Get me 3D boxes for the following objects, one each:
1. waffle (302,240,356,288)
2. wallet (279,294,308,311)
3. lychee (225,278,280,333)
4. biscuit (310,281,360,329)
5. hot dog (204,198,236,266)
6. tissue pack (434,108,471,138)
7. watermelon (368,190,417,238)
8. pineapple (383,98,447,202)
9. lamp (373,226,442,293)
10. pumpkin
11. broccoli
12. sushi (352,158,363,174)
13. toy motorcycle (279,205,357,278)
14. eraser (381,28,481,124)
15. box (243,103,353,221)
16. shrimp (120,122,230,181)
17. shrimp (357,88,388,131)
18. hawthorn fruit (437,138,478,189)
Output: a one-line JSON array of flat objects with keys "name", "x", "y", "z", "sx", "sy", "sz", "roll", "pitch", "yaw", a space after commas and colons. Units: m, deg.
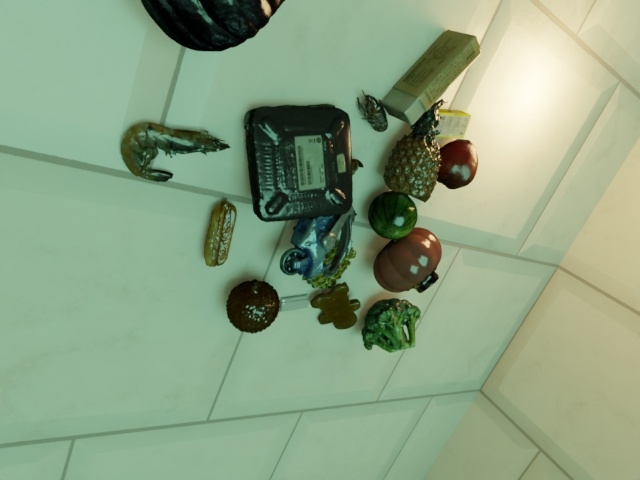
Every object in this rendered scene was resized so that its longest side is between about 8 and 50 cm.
[{"name": "waffle", "x": 0.029, "y": 0.095, "z": 1.739, "sx": 0.204, "sy": 0.054, "sz": 0.224, "roll": 22, "pitch": 105, "yaw": -51}, {"name": "wallet", "x": -0.105, "y": 0.250, "z": 1.773, "sx": 0.122, "sy": 0.025, "sz": 0.061, "roll": -4, "pitch": 113, "yaw": -31}, {"name": "lychee", "x": -0.236, "y": 0.229, "z": 1.567, "sx": 0.200, "sy": 0.200, "sz": 0.238, "roll": -10, "pitch": 135, "yaw": -28}, {"name": "biscuit", "x": 0.072, "y": 0.289, "z": 1.878, "sx": 0.196, "sy": 0.049, "sz": 0.302, "roll": -24, "pitch": 136, "yaw": 7}, {"name": "hot dog", "x": -0.326, "y": -0.024, "z": 1.432, "sx": 0.092, "sy": 0.062, "sz": 0.236, "roll": -2, "pitch": 115, "yaw": -50}, {"name": "tissue pack", "x": 0.479, "y": -0.445, "z": 1.686, "sx": 0.175, "sy": 0.062, "sz": 0.095, "roll": -7, "pitch": 124, "yaw": -30}, {"name": "watermelon", "x": 0.277, "y": -0.104, "z": 1.699, "sx": 0.187, "sy": 0.215, "sz": 0.188, "roll": 7, "pitch": 129, "yaw": 8}, {"name": "pineapple", "x": 0.360, "y": -0.330, "z": 1.593, "sx": 0.201, "sy": 0.202, "sz": 0.362, "roll": 6, "pitch": 111, "yaw": -35}, {"name": "lamp", "x": 0.362, "y": 0.093, "z": 1.794, "sx": 0.305, "sy": 0.305, "sz": 0.240, "roll": -40, "pitch": 88, "yaw": -5}, {"name": "pumpkin", "x": -0.215, "y": -0.583, "z": 0.954, "sx": 0.363, "sy": 0.363, "sz": 0.266, "roll": -42, "pitch": 126, "yaw": -3}, {"name": "broccoli", "x": 0.319, "y": 0.385, "z": 1.997, "sx": 0.294, "sy": 0.246, "sz": 0.265, "roll": -25, "pitch": 153, "yaw": 13}, {"name": "sushi", "x": 0.091, "y": -0.243, "z": 1.572, "sx": 0.120, "sy": 0.052, "sz": 0.055, "roll": -35, "pitch": 116, "yaw": -13}, {"name": "toy motorcycle", "x": 0.011, "y": 0.005, "z": 1.552, "sx": 0.241, "sy": 0.182, "sz": 0.319, "roll": 28, "pitch": 88, "yaw": -14}, {"name": "eraser", "x": 0.372, "y": -0.551, "z": 1.497, "sx": 0.343, "sy": 0.144, "sz": 0.078, "roll": -46, "pitch": 134, "yaw": 2}, {"name": "box", "x": -0.056, "y": -0.244, "z": 1.384, "sx": 0.350, "sy": 0.091, "sz": 0.360, "roll": -10, "pitch": 102, "yaw": -26}, {"name": "shrimp", "x": -0.405, "y": -0.240, "z": 1.255, "sx": 0.295, "sy": 0.058, "sz": 0.169, "roll": 2, "pitch": 124, "yaw": -30}, {"name": "shrimp", "x": 0.177, "y": -0.437, "z": 1.494, "sx": 0.190, "sy": 0.073, "sz": 0.075, "roll": 42, "pitch": 49, "yaw": -51}, {"name": "hawthorn fruit", "x": 0.535, "y": -0.309, "z": 1.744, "sx": 0.185, "sy": 0.185, "sz": 0.202, "roll": 28, "pitch": 88, "yaw": -41}]
